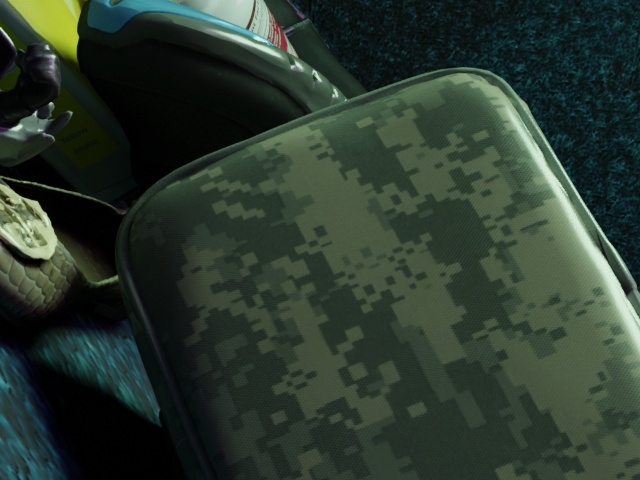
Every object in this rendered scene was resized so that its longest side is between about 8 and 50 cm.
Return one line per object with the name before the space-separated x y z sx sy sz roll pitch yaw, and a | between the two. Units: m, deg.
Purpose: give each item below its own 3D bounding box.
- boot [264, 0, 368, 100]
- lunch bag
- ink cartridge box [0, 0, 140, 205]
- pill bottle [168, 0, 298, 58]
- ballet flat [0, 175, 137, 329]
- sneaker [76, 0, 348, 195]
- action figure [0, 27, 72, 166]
boot | -0.113 -0.240 1.580 0.445 0.146 0.367 54 -1 -23
lunch bag | 0.054 0.121 0.793 0.256 0.212 0.305 72 -8 -54
ink cartridge box | -0.213 -0.213 0.999 0.307 0.072 0.303 53 15 -51
pill bottle | -0.072 -0.125 1.051 0.086 0.086 0.152 59 2 31
ballet flat | -0.119 -0.001 0.828 0.084 0.058 0.250 55 8 12
sneaker | -0.039 -0.011 0.987 0.125 0.139 0.341 20 -18 37
action figure | -0.183 -0.094 0.717 0.185 0.099 0.285 41 6 -15
